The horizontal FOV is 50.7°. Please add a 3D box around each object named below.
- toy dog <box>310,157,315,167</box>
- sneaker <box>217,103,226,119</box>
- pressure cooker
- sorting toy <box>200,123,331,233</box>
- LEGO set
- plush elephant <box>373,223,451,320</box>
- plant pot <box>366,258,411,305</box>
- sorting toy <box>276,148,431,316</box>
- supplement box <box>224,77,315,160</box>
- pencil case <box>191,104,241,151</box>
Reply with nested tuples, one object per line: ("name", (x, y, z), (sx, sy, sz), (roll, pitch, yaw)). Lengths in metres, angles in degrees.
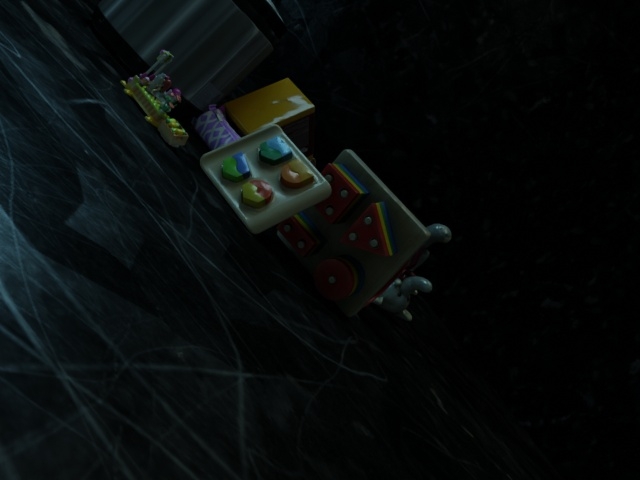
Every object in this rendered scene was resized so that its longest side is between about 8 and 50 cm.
("toy dog", (-0.059, -0.171, 1.936), (0.333, 0.220, 0.161), (69, 5, -83))
("sneaker", (-0.223, -0.296, 1.958), (0.111, 0.103, 0.252), (39, 11, -48))
("pressure cooker", (-0.282, -0.548, 1.639), (0.375, 0.420, 0.370), (44, 8, -24))
("sorting toy", (-0.109, -0.131, 1.339), (0.208, 0.193, 0.038), (52, -23, 24))
("LEGO set", (-0.308, -0.298, 1.337), (0.132, 0.107, 0.287), (44, 7, -33))
("plush elephant", (0.233, 0.099, 2.052), (0.272, 0.330, 0.255), (20, 48, -49))
("plant pot", (0.107, 0.045, 1.693), (0.174, 0.191, 0.191), (46, 5, 17))
("sorting toy", (0.046, -0.010, 1.399), (0.255, 0.257, 0.089), (49, 26, 16))
("supplement box", (-0.130, -0.278, 1.749), (0.129, 0.191, 0.194), (51, -23, 29))
("pencil case", (-0.216, -0.230, 1.626), (0.206, 0.088, 0.086), (49, 36, 12))
